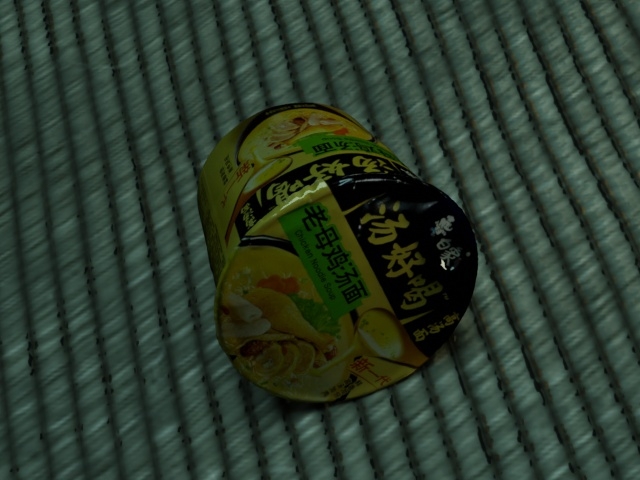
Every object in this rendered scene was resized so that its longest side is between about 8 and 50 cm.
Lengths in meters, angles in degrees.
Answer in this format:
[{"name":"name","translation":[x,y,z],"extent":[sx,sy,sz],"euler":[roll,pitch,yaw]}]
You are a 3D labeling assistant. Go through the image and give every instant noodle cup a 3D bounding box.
[{"name":"instant noodle cup","translation":[0.000,0.000,1.007],"extent":[0.151,0.151,0.122],"euler":[-20,35,-6]}]
